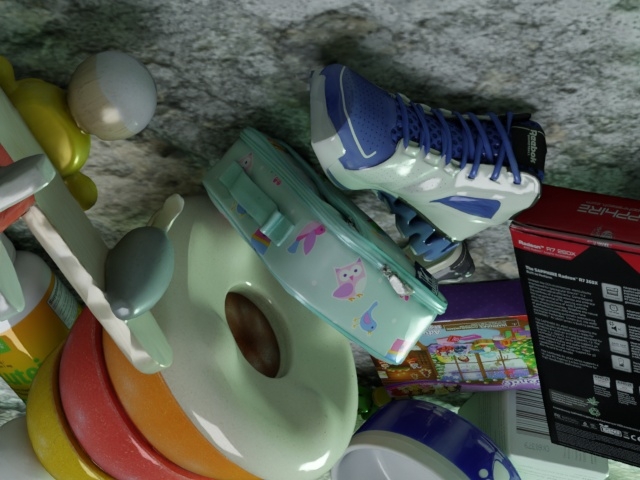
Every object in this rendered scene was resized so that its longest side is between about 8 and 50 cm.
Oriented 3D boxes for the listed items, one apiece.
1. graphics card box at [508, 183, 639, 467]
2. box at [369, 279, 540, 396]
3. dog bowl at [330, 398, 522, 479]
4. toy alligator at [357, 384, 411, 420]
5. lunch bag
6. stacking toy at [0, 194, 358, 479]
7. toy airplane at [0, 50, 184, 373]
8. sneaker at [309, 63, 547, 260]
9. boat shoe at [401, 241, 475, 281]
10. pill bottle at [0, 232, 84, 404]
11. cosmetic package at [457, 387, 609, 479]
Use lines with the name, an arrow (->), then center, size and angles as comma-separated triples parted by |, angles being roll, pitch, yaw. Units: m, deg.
graphics card box -> 0.362, 0.114, 1.551 | 0.233, 0.094, 0.370 | 11, 135, 32
box -> 0.212, 0.131, 1.774 | 0.293, 0.057, 0.201 | -5, 146, 15
dog bowl -> 0.149, 0.350, 1.859 | 0.265, 0.104, 0.264 | 26, 139, 25
toy alligator -> 0.068, 0.238, 1.944 | 0.190, 0.051, 0.056 | 18, 155, -30
lunch bag -> 0.000, 0.000, 1.421 | 0.108, 0.279, 0.224 | -47, 128, 2
stacking toy -> -0.227, 0.191, 1.604 | 0.480, 0.350, 0.351 | -29, 134, 28
toy airplane -> -0.273, -0.088, 1.256 | 0.272, 0.384, 0.386 | -33, 152, -7
sneaker -> 0.130, -0.098, 1.397 | 0.182, 0.127, 0.315 | -18, 147, 25
boat shoe -> 0.094, 0.051, 1.655 | 0.206, 0.075, 0.065 | -22, 135, 27
pill bottle -> -0.379, 0.100, 1.712 | 0.136, 0.136, 0.245 | -13, 129, 25
cosmetic package -> 0.296, 0.285, 1.913 | 0.152, 0.151, 0.183 | 13, 147, -13
